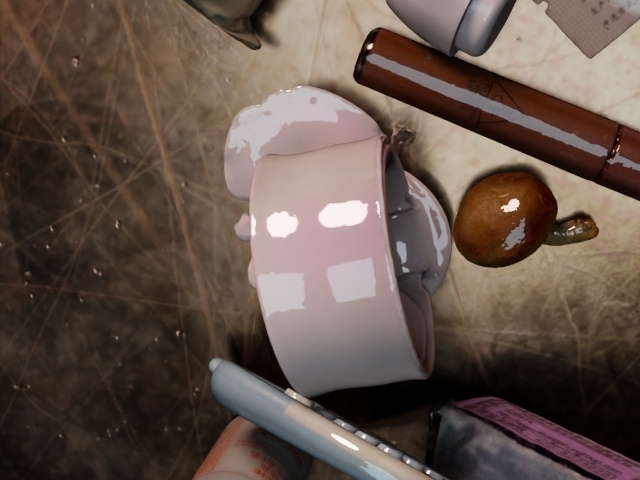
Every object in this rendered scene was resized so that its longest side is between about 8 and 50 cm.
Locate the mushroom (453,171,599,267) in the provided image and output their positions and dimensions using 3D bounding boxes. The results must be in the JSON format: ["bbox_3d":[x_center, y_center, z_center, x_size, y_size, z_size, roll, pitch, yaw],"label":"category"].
[{"bbox_3d":[0.182,-0.022,0.753,0.129,0.088,0.073,-3,132,-6],"label":"mushroom"}]

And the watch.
[{"bbox_3d":[0.000,0.000,0.710,0.196,0.231,0.244,-11,105,15],"label":"watch"}]

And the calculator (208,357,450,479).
[{"bbox_3d":[0.003,0.169,0.752,0.188,0.302,0.042,35,77,-39],"label":"calculator"}]

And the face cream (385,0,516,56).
[{"bbox_3d":[0.109,-0.204,0.711,0.095,0.091,0.091,30,108,11],"label":"face cream"}]

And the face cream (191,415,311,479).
[{"bbox_3d":[-0.080,0.250,0.775,0.101,0.252,0.101,3,104,11],"label":"face cream"}]

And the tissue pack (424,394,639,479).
[{"bbox_3d":[0.235,0.306,0.699,0.361,0.122,0.259,23,110,48],"label":"tissue pack"}]

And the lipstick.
[{"bbox_3d":[0.199,-0.094,0.738,0.356,0.057,0.057,24,107,4],"label":"lipstick"}]

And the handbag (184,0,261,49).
[{"bbox_3d":[-0.127,-0.302,0.720,0.270,0.117,0.182,34,121,1],"label":"handbag"}]

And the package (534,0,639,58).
[{"bbox_3d":[0.243,-0.300,0.677,0.204,0.062,0.251,45,111,-1],"label":"package"}]
